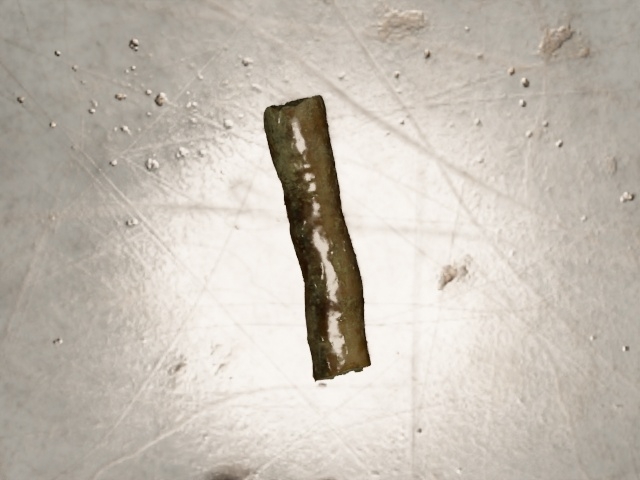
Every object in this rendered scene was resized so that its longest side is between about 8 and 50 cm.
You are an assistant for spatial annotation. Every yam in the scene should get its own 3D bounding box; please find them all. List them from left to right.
[{"bbox_3d":[0.000,0.000,1.696,0.061,0.061,0.253,-11,94,1],"label":"yam"}]
